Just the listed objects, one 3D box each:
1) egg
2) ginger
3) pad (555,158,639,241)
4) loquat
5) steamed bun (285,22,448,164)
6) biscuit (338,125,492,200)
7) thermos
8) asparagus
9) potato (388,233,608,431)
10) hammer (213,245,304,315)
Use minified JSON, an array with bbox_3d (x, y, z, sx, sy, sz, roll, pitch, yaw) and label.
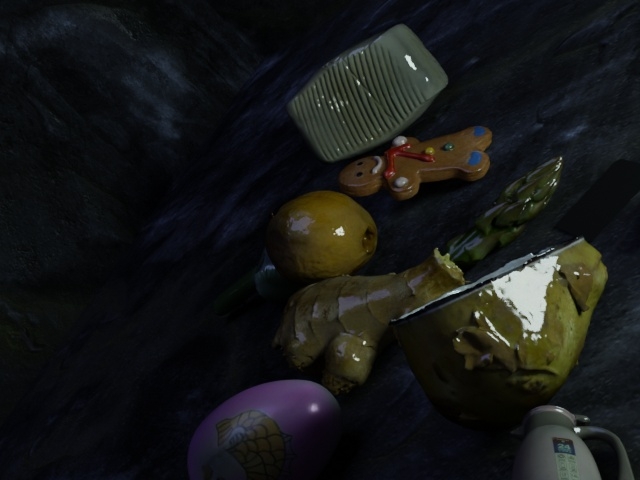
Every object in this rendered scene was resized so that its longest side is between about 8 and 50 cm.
[{"bbox_3d":[-0.088,0.326,1.472,0.271,0.196,0.196,-44,21,4],"label":"egg"},{"bbox_3d":[0.066,0.135,1.581,0.375,0.166,0.236,-28,18,50],"label":"ginger"},{"bbox_3d":[0.449,-0.066,1.447,0.157,0.003,0.112,-47,22,-2],"label":"pad"},{"bbox_3d":[0.000,0.000,1.891,0.238,0.193,0.238,-7,28,4],"label":"loquat"},{"bbox_3d":[0.124,-0.363,2.276,0.383,0.247,0.236,-34,4,28],"label":"steamed bun"},{"bbox_3d":[0.187,-0.158,1.876,0.323,0.049,0.205,-11,35,19],"label":"biscuit"},{"bbox_3d":[0.284,0.267,1.045,0.137,0.105,0.193,-10,25,14],"label":"thermos"},{"bbox_3d":[0.310,-0.035,1.555,0.287,0.080,0.080,-48,20,16],"label":"asparagus"},{"bbox_3d":[0.256,0.132,1.225,0.299,0.196,0.246,-24,-3,-25],"label":"potato"},{"bbox_3d":[-0.143,0.097,2.123,0.335,0.119,0.206,-37,21,39],"label":"hammer"}]
